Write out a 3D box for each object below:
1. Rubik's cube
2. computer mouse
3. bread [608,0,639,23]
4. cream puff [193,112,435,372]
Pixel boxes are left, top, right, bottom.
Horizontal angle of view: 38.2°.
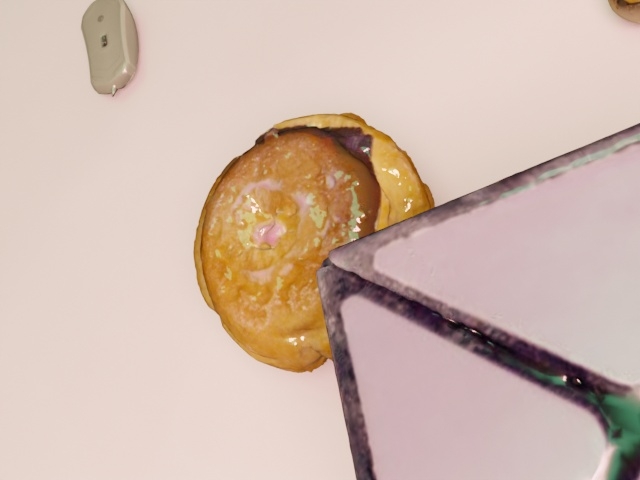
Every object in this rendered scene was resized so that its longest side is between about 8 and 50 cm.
[{"bbox_3d":[0.177,0.108,0.432,0.254,0.260,0.259,-24,62,19],"label":"Rubik's cube"},{"bbox_3d":[-0.203,-0.187,0.909,0.055,0.032,0.110,-19,70,22],"label":"computer mouse"},{"bbox_3d":[0.299,-0.212,0.629,0.214,0.053,0.073,-30,53,18],"label":"bread"},{"bbox_3d":[0.000,0.000,0.655,0.189,0.129,0.189,-8,74,29],"label":"cream puff"}]
